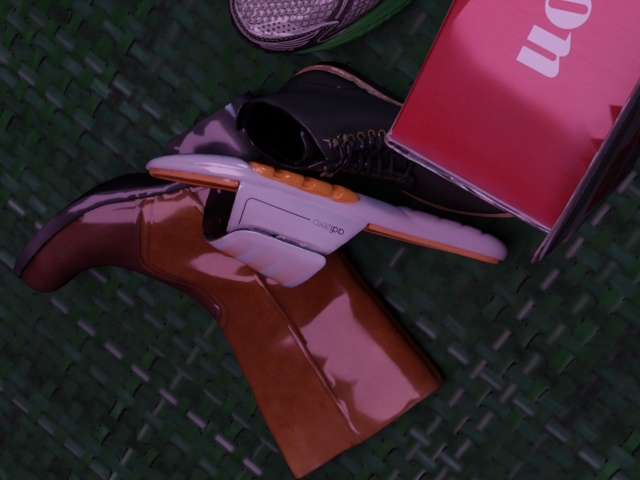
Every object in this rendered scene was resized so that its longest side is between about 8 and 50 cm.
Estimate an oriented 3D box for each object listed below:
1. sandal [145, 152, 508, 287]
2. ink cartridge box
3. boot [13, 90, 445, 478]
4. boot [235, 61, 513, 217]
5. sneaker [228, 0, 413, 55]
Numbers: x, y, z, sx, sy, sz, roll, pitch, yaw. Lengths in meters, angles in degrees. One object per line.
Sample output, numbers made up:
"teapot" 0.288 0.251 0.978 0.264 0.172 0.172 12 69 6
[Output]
"sandal" 0.003 0.000 0.933 0.265 0.102 0.076 15 88 -10
"ink cartridge box" 0.172 -0.170 0.766 0.130 0.272 0.309 31 114 13
"boot" -0.079 0.061 1.057 0.264 0.096 0.280 -30 97 15
"boot" 0.045 -0.056 0.929 0.198 0.137 0.076 22 112 15
"sneaker" 0.049 -0.253 0.867 0.134 0.146 0.343 48 118 4
